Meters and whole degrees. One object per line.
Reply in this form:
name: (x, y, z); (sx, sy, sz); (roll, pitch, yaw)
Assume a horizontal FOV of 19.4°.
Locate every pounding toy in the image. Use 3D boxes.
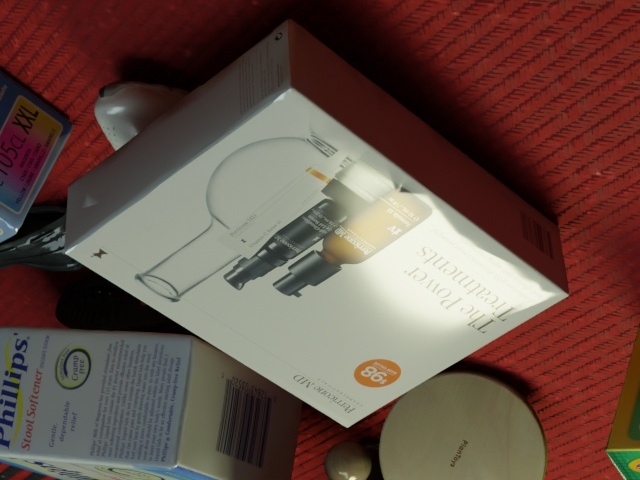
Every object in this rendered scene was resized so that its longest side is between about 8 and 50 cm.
pounding toy: (0.142, 0.240, 2.080); (0.237, 0.110, 0.183); (-35, 90, 13)

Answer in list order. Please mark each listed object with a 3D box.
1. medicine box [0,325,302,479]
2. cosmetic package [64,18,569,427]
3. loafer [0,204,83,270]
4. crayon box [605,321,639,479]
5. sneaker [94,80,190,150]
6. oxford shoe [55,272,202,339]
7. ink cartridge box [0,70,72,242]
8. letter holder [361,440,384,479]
medicine box: (-0.209, 0.200, 2.118); (0.289, 0.149, 0.263); (0, 164, 28)
cosmetic package: (0.000, 0.000, 1.711); (0.284, 0.097, 0.377); (-33, 130, 31)
loafer: (-0.352, -0.008, 2.047); (0.223, 0.076, 0.078); (-1, 136, 24)
crayon box: (0.421, 0.147, 1.745); (0.278, 0.165, 0.081); (-4, 139, 35)
sneaker: (-0.123, -0.038, 1.818); (0.111, 0.129, 0.297); (-7, 137, 38)
oxford shoe: (-0.194, 0.086, 2.085); (0.227, 0.083, 0.096); (2, 147, 29)
ink cartridge box: (-0.492, -0.136, 1.870); (0.395, 0.151, 0.270); (38, 144, -22)
letter holder: (0.095, 0.397, 2.312); (0.214, 0.152, 0.302); (22, 148, 2)
